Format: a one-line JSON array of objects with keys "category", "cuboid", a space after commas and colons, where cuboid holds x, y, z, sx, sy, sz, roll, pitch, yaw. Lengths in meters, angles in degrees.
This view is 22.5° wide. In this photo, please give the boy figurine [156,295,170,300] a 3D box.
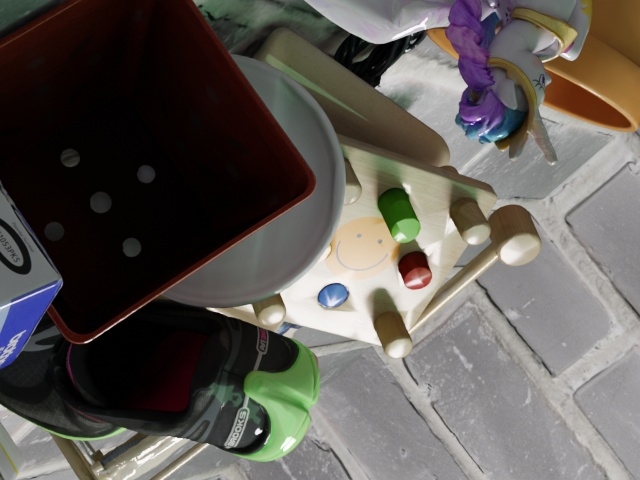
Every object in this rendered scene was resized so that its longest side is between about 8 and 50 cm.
[{"category": "boy figurine", "cuboid": [-0.212, 0.105, 2.272, 0.285, 0.092, 0.177, -27, -162, -16]}]

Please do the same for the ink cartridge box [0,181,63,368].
[{"category": "ink cartridge box", "cuboid": [-0.386, 0.008, 1.205, 0.395, 0.270, 0.151, -26, 164, -39]}]

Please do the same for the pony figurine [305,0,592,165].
[{"category": "pony figurine", "cuboid": [0.174, -0.287, 1.616, 0.303, 0.351, 0.363, -28, -160, 47]}]

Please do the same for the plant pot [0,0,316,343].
[{"category": "plant pot", "cuboid": [-0.202, -0.061, 1.522, 0.267, 0.267, 0.236, -34, 176, -17]}]

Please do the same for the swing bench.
[{"category": "swing bench", "cuboid": [-0.262, 0.253, 2.357, 0.253, 0.254, 0.165, -37, 163, -7]}]

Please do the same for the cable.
[{"category": "cable", "cuboid": [0.071, -0.250, 2.011, 0.184, 0.047, 0.150, -37, 159, -21]}]

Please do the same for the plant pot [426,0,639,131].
[{"category": "plant pot", "cuboid": [0.305, -0.287, 1.997, 0.203, 0.291, 0.291, -63, 165, 0]}]

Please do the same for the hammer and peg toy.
[{"category": "hammer and peg toy", "cuboid": [0.090, 0.025, 1.930, 0.361, 0.127, 0.266, 17, 120, -29]}]

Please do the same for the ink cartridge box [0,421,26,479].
[{"category": "ink cartridge box", "cuboid": [-0.505, 0.291, 1.868, 0.279, 0.160, 0.385, -34, -179, -9]}]

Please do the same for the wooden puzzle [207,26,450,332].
[{"category": "wooden puzzle", "cuboid": [-0.062, -0.069, 1.943, 0.348, 0.080, 0.322, -46, 131, 16]}]

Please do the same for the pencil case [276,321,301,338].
[{"category": "pencil case", "cuboid": [0.000, 0.000, 2.381, 0.410, 0.160, 0.183, -44, 180, 25]}]

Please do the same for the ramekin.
[{"category": "ramekin", "cuboid": [-0.112, -0.058, 1.723, 0.273, 0.273, 0.127, -36, 178, -6]}]

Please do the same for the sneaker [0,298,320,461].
[{"category": "sneaker", "cuboid": [-0.217, 0.125, 1.768, 0.483, 0.185, 0.202, -2, 156, 41]}]
